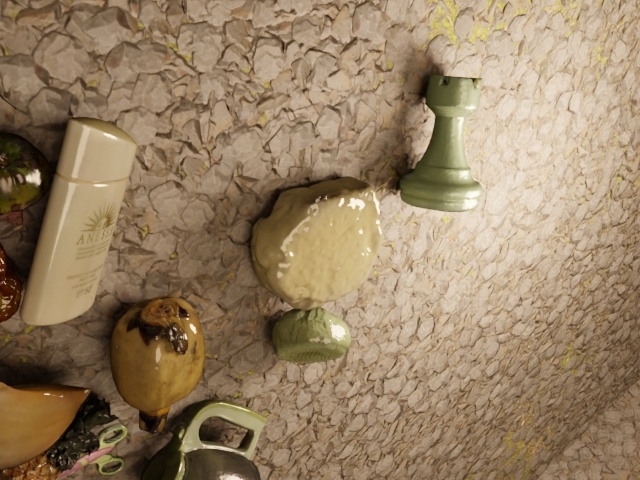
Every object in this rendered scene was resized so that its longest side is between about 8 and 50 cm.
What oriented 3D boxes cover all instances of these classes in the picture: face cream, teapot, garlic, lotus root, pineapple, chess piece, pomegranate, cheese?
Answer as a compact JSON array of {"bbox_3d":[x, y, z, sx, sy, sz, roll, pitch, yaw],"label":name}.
[{"bbox_3d":[-0.398,-0.036,1.016,0.173,0.081,0.348,-36,148,-73],"label":"face cream"},{"bbox_3d":[-0.263,0.543,1.392,0.321,0.239,0.239,-47,121,1],"label":"teapot"},{"bbox_3d":[-0.554,0.271,1.016,0.196,0.151,0.338,-41,152,-6],"label":"garlic"},{"bbox_3d":[-0.324,0.254,1.215,0.183,0.183,0.309,-11,124,-33],"label":"lotus root"},{"bbox_3d":[-0.516,0.404,1.184,0.248,0.128,0.128,-35,131,-19],"label":"pineapple"},{"bbox_3d":[0.293,-0.229,1.415,0.195,0.195,0.298,-7,110,-35],"label":"chess piece"},{"bbox_3d":[-0.479,-0.082,0.927,0.138,0.126,0.163,-32,132,-34],"label":"pomegranate"},{"bbox_3d":[0.000,0.000,1.357,0.318,0.115,0.326,30,93,-44],"label":"cheese"}]

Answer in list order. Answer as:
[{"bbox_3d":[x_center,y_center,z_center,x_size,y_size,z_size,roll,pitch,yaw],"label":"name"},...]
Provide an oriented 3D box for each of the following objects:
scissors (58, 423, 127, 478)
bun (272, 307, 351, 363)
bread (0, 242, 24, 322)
[{"bbox_3d":[-0.506,0.467,1.299,0.187,0.020,0.133,-7,116,-37],"label":"scissors"},{"bbox_3d":[-0.022,0.221,1.444,0.196,0.118,0.195,-2,153,-1],"label":"bun"},{"bbox_3d":[-0.580,0.072,0.933,0.232,0.135,0.246,-16,122,-47],"label":"bread"}]
